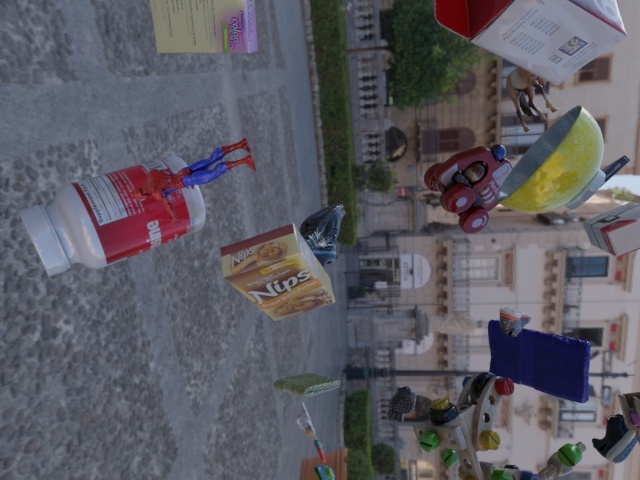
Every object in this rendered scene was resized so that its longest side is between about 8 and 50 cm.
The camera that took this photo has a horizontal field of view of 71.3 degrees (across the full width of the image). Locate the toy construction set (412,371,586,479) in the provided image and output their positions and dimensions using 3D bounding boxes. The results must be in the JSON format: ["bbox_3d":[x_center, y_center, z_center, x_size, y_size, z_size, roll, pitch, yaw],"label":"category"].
[{"bbox_3d":[0.328,0.424,0.871,0.309,0.237,0.257,16,-73,53],"label":"toy construction set"}]

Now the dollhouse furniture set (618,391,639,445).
[{"bbox_3d":[0.707,0.352,0.743,0.303,0.286,0.198,26,51,-60],"label":"dollhouse furniture set"}]

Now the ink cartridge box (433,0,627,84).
[{"bbox_3d":[0.324,-0.455,0.729,0.130,0.272,0.309,-37,-134,57],"label":"ink cartridge box"}]

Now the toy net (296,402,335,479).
[{"bbox_3d":[-0.023,0.555,1.214,0.122,0.045,0.232,75,-12,-56],"label":"toy net"}]

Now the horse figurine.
[{"bbox_3d":[0.490,-0.362,1.043,0.263,0.066,0.174,13,57,-78],"label":"horse figurine"}]

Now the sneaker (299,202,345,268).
[{"bbox_3d":[0.000,0.000,1.434,0.139,0.125,0.341,55,41,-17],"label":"sneaker"}]

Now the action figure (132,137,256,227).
[{"bbox_3d":[-0.282,-0.127,1.028,0.139,0.280,0.091,78,-6,-58],"label":"action figure"}]

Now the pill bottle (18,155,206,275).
[{"bbox_3d":[-0.536,-0.065,1.181,0.229,0.407,0.229,38,-39,39],"label":"pill bottle"}]

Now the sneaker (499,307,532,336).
[{"bbox_3d":[0.469,0.202,1.093,0.158,0.061,0.065,13,91,-48],"label":"sneaker"}]

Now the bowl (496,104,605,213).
[{"bbox_3d":[0.595,-0.167,1.103,0.289,0.156,0.289,-52,175,-7],"label":"bowl"}]

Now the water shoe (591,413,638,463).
[{"bbox_3d":[0.789,0.475,1.155,0.073,0.203,0.080,41,-1,-35],"label":"water shoe"}]

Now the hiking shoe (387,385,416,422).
[{"bbox_3d":[0.299,0.575,1.634,0.227,0.086,0.114,102,12,-50],"label":"hiking shoe"}]

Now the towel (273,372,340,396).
[{"bbox_3d":[-0.030,0.344,1.064,0.148,0.110,0.027,11,81,-54],"label":"towel"}]

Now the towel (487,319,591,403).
[{"bbox_3d":[0.707,0.384,1.454,0.076,0.308,0.227,-29,118,-42],"label":"towel"}]

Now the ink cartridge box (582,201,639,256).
[{"bbox_3d":[0.639,-0.026,0.938,0.063,0.109,0.150,63,16,-3],"label":"ink cartridge box"}]

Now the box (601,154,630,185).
[{"bbox_3d":[0.959,-0.214,1.522,0.029,0.162,0.116,51,-13,10],"label":"box"}]

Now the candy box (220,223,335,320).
[{"bbox_3d":[-0.094,0.092,1.109,0.316,0.183,0.087,58,15,-58],"label":"candy box"}]

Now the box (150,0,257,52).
[{"bbox_3d":[-0.294,-0.594,1.135,0.117,0.243,0.213,-79,169,-64],"label":"box"}]

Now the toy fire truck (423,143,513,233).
[{"bbox_3d":[0.507,-0.189,1.459,0.302,0.254,0.169,41,16,-40],"label":"toy fire truck"}]
